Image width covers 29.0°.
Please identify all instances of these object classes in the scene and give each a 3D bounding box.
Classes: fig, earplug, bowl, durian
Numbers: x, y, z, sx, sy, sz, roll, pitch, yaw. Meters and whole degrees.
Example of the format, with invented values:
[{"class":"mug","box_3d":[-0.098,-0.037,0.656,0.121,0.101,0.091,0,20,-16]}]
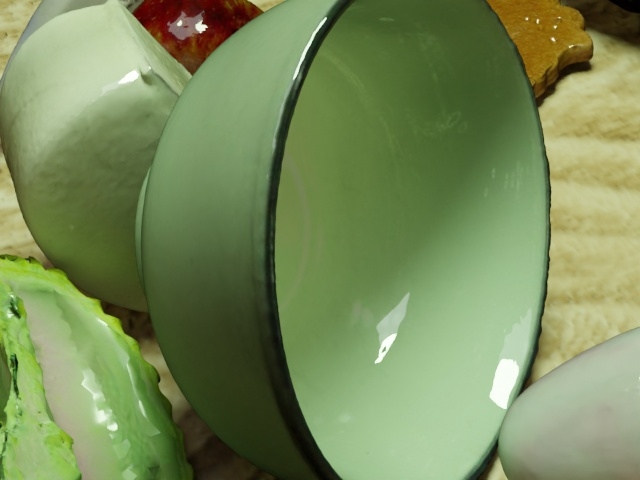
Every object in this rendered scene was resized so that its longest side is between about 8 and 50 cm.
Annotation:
[{"class":"fig","box_3d":[-0.108,-0.160,1.128,0.175,0.175,0.207,-9,32,-4]},{"class":"earplug","box_3d":[0.264,0.112,0.808,0.301,0.172,0.172,-12,43,2]},{"class":"bowl","box_3d":[0.000,0.000,0.834,0.185,0.354,0.354,2,40,36]},{"class":"durian","box_3d":[-0.166,0.140,0.797,0.157,0.169,0.356,-16,45,-8]}]

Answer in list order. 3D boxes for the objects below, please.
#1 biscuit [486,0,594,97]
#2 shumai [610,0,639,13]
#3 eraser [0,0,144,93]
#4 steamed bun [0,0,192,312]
[{"class":"biscuit","box_3d":[0.177,-0.206,1.225,0.183,0.043,0.280,7,40,7]},{"class":"shumai","box_3d":[0.387,-0.346,1.163,0.348,0.395,0.395,-25,43,10]},{"class":"eraser","box_3d":[-0.198,-0.186,1.161,0.243,0.204,0.059,-44,65,-8]},{"class":"steamed bun","box_3d":[-0.147,-0.052,0.963,0.164,0.242,0.146,-37,44,7]}]
